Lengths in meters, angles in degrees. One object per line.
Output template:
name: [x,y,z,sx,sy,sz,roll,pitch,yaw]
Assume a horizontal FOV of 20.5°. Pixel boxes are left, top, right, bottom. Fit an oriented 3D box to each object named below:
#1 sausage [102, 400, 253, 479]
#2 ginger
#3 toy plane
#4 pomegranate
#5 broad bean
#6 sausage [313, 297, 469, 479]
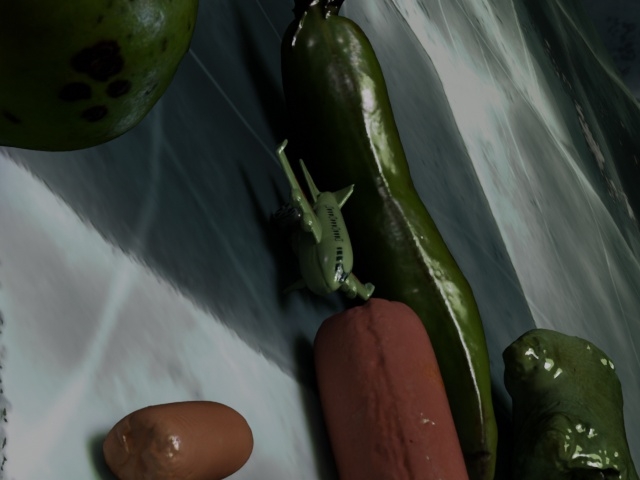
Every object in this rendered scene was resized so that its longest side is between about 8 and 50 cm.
sausage: [-0.053,0.078,0.674,0.034,0.034,0.083,67,18,10]
ginger: [0.172,0.183,1.112,0.137,0.089,0.290,71,7,-60]
toy plane: [0.000,0.000,0.932,0.102,0.040,0.111,54,20,-24]
pomegranate: [-0.112,-0.078,0.616,0.122,0.122,0.161,58,45,-19]
broad bean: [0.037,-0.011,1.014,0.077,0.061,0.339,130,-60,-69]
sausage: [0.035,0.097,0.859,0.062,0.062,0.154,44,26,-49]
